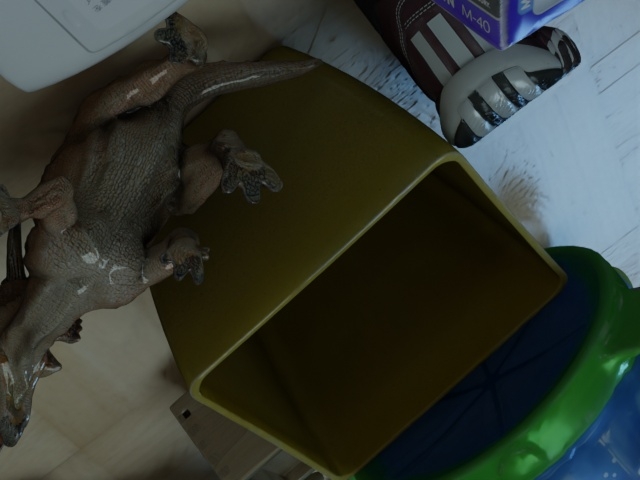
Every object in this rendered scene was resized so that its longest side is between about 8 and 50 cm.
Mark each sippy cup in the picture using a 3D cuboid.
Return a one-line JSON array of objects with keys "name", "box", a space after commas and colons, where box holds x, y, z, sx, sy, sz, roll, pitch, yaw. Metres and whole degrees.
[{"name": "sippy cup", "box": [0.179, 0.161, 1.091, 0.224, 0.305, 0.240, 45, 78, -18]}]

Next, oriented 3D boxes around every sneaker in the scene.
[{"name": "sneaker", "box": [0.086, -0.153, 1.004, 0.106, 0.162, 0.281, -37, 180, 7]}]

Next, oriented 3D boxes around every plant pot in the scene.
[{"name": "plant pot", "box": [0.000, 0.000, 1.017, 0.212, 0.187, 0.212, -42, 143, 5]}]

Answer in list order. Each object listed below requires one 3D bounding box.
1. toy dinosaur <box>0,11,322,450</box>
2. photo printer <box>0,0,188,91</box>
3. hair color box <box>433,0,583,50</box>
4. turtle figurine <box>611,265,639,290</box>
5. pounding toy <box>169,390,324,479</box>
[{"name": "toy dinosaur", "box": [-0.134, -0.026, 0.924, 0.127, 0.200, 0.296, 43, 67, -15]}, {"name": "photo printer", "box": [-0.132, -0.221, 0.731, 0.256, 0.107, 0.307, -41, 145, 4]}, {"name": "hair color box", "box": [0.152, -0.247, 0.736, 0.339, 0.185, 0.110, -31, 143, -21]}, {"name": "turtle figurine", "box": [0.183, 0.135, 1.251, 0.266, 0.275, 0.198, -43, 137, -2]}, {"name": "pounding toy", "box": [-0.049, 0.153, 1.224, 0.206, 0.094, 0.181, -41, 160, 8]}]
